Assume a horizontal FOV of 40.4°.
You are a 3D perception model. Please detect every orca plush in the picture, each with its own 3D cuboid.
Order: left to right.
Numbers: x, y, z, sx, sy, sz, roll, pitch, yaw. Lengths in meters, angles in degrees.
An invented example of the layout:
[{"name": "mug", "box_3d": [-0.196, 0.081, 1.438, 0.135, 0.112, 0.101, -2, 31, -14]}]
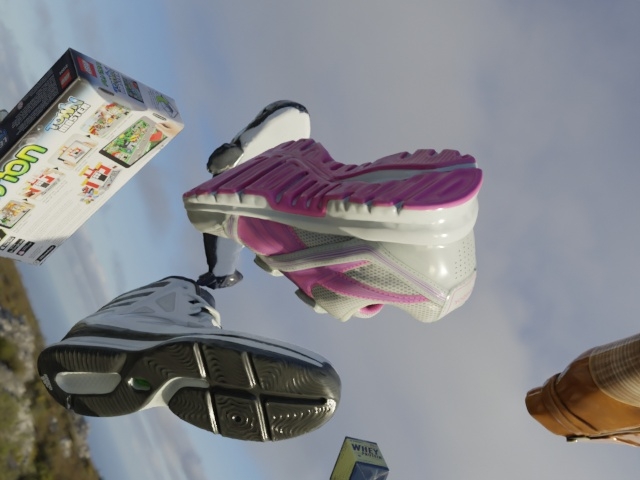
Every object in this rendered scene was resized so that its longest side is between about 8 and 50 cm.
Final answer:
[{"name": "orca plush", "box_3d": [-0.097, -0.073, 1.204, 0.102, 0.151, 0.287, -120, -144, -55]}]

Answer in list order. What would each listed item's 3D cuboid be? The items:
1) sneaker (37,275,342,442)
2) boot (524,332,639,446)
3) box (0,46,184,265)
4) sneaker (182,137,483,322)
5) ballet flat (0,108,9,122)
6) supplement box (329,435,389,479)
[{"name": "sneaker", "box_3d": [-0.161, 0.137, 1.271, 0.257, 0.447, 0.169, -59, 147, -54]}, {"name": "boot", "box_3d": [0.282, 0.149, 0.717, 0.197, 0.073, 0.152, 35, -37, -7]}, {"name": "box", "box_3d": [-0.226, -0.062, 0.734, 0.114, 0.207, 0.036, 23, 35, -50]}, {"name": "sneaker", "box_3d": [0.000, 0.000, 0.597, 0.252, 0.103, 0.111, 12, -56, 45]}, {"name": "ballet flat", "box_3d": [-0.418, -0.165, 1.227, 0.070, 0.188, 0.070, -16, 90, -89]}, {"name": "supplement box", "box_3d": [0.059, 0.366, 1.357, 0.083, 0.056, 0.083, -122, -130, -70]}]
